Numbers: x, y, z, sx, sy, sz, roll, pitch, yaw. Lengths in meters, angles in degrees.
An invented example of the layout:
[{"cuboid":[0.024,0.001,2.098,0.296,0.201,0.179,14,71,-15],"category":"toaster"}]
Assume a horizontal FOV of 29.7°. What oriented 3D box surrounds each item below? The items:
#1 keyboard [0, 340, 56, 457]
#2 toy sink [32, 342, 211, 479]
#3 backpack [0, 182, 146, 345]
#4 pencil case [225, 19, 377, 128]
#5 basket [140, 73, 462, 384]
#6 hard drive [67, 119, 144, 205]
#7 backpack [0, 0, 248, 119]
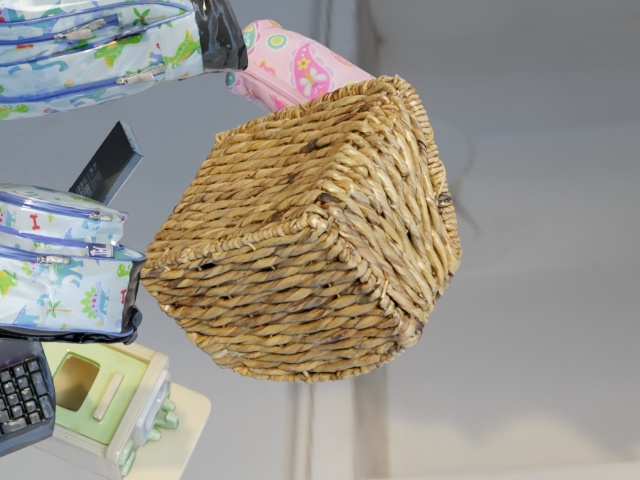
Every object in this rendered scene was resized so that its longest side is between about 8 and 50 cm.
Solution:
[{"cuboid":[-0.395,0.138,1.037,0.033,0.317,0.202,30,-43,63],"category":"keyboard"},{"cuboid":[-0.270,0.210,1.535,0.131,0.234,0.153,103,11,-66],"category":"toy sink"},{"cuboid":[-0.167,0.011,0.674,0.105,0.114,0.084,12,-83,54],"category":"backpack"},{"cuboid":[0.002,-0.189,1.612,0.124,0.284,0.124,-38,148,-28],"category":"pencil case"},{"cuboid":[0.000,0.000,1.230,0.213,0.299,0.223,49,49,-25],"category":"basket"},{"cuboid":[-0.302,-0.092,1.685,0.022,0.135,0.094,26,20,-36],"category":"hard drive"},{"cuboid":[-0.302,-0.286,1.396,0.273,0.355,0.290,61,9,-70],"category":"backpack"}]
